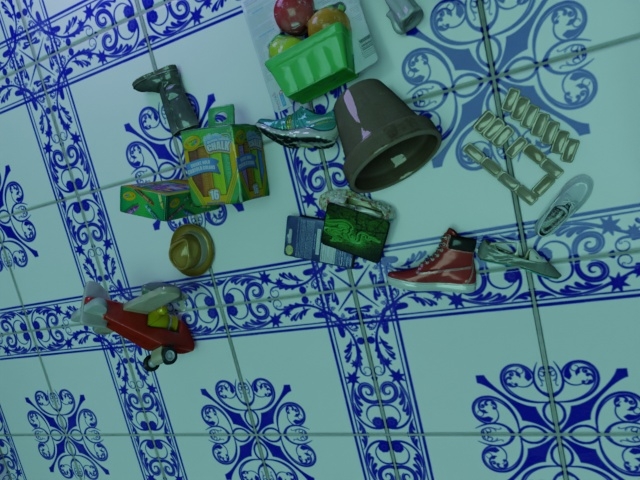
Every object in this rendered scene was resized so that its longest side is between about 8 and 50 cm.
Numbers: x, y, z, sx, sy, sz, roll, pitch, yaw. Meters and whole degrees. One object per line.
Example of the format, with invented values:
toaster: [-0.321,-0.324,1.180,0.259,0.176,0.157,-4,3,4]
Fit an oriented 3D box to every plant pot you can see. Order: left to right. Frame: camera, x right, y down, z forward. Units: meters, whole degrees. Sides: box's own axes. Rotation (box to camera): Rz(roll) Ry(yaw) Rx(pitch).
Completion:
plant pot: [0.145,-0.286,1.221,0.263,0.263,0.229,-34,72,24]

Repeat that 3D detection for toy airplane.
toy airplane: [-0.635,0.244,1.620,0.386,0.272,0.384,9,138,6]

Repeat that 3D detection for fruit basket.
fruit basket: [-0.036,-0.572,1.284,0.327,0.165,0.352,-20,79,24]

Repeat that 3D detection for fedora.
fedora: [-0.459,0.040,1.606,0.194,0.079,0.194,5,103,20]

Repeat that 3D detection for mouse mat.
mouse mat: [0.097,-0.021,1.352,0.190,0.007,0.152,20,127,14]

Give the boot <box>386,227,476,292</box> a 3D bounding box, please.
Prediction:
boot: [0.307,0.051,1.311,0.244,0.088,0.176,-1,100,15]

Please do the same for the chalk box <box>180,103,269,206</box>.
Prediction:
chalk box: [-0.287,-0.259,1.415,0.180,0.179,0.288,-4,101,22]

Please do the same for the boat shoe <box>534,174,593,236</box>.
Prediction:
boat shoe: [0.605,-0.083,1.171,0.066,0.063,0.184,43,114,7]

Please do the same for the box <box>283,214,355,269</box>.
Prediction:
box: [0.000,0.000,1.441,0.225,0.036,0.136,11,106,17]

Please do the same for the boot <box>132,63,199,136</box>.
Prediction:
boot: [-0.501,-0.440,1.524,0.190,0.076,0.208,-12,104,25]

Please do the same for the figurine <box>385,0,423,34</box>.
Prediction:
figurine: [0.223,-0.672,1.180,0.215,0.092,0.209,-35,80,25]

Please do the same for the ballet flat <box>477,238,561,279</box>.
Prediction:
ballet flat: [0.524,0.044,1.230,0.213,0.072,0.068,15,103,18]

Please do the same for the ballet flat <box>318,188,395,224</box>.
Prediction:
ballet flat: [0.098,-0.096,1.359,0.241,0.077,0.091,13,107,19]

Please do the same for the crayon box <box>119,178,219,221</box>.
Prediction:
crayon box: [-0.456,-0.131,1.456,0.165,0.278,0.081,12,105,19]

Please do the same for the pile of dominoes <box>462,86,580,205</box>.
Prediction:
pile of dominoes: [0.510,-0.241,1.200,0.251,0.040,0.196,39,113,0]

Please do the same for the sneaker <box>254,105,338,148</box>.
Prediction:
sneaker: [-0.064,-0.330,1.364,0.275,0.107,0.109,10,80,27]
